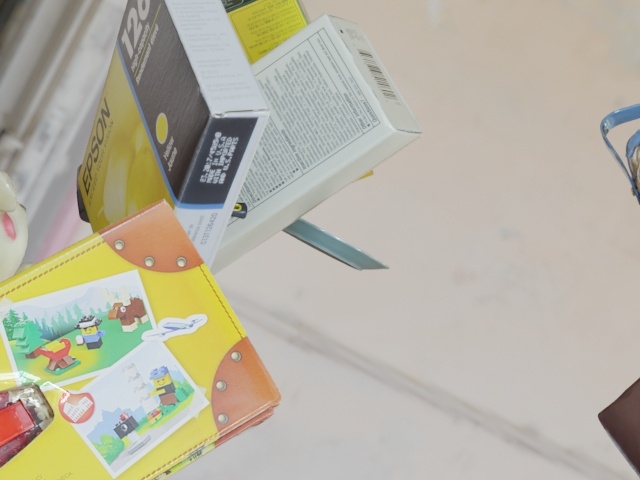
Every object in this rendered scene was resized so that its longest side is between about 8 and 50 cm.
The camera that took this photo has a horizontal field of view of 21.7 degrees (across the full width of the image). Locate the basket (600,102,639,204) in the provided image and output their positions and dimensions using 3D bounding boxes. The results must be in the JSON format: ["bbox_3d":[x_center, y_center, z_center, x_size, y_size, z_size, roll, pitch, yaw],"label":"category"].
[{"bbox_3d":[0.515,-0.111,2.137,0.289,0.254,0.201,-103,169,-53],"label":"basket"}]

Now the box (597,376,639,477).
[{"bbox_3d":[0.389,0.156,1.435,0.168,0.203,0.167,14,35,-53],"label":"box"}]

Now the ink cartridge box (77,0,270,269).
[{"bbox_3d":[-0.157,-0.114,1.554,0.072,0.304,0.307,-4,48,-26],"label":"ink cartridge box"}]

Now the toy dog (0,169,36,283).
[{"bbox_3d":[-0.504,0.057,2.015,0.285,0.395,0.408,58,29,-14],"label":"toy dog"}]

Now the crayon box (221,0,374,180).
[{"bbox_3d":[-0.078,-0.186,2.182,0.081,0.202,0.319,-103,170,-53],"label":"crayon box"}]

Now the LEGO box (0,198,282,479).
[{"bbox_3d":[-0.327,0.204,1.341,0.193,0.500,0.372,59,-24,4],"label":"LEGO box"}]

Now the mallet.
[{"bbox_3d":[-0.168,-0.034,1.766,0.189,0.062,0.039,13,-32,-19],"label":"mallet"}]

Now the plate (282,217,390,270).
[{"bbox_3d":[0.000,0.000,2.092,0.188,0.024,0.188,27,-3,1],"label":"plate"}]

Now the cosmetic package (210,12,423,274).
[{"bbox_3d":[-0.060,-0.103,1.880,0.160,0.309,0.113,61,20,10],"label":"cosmetic package"}]
